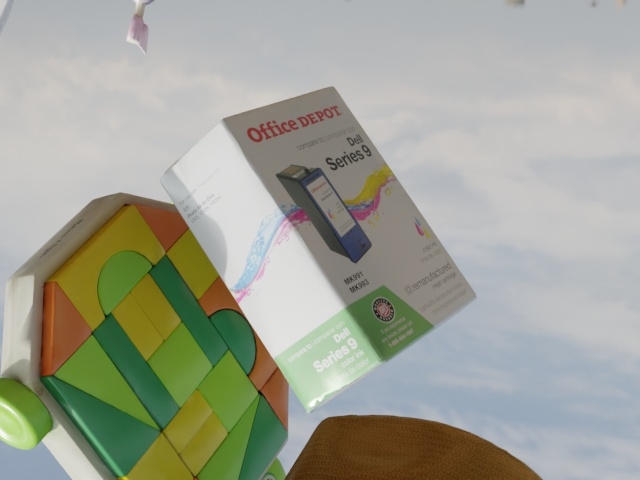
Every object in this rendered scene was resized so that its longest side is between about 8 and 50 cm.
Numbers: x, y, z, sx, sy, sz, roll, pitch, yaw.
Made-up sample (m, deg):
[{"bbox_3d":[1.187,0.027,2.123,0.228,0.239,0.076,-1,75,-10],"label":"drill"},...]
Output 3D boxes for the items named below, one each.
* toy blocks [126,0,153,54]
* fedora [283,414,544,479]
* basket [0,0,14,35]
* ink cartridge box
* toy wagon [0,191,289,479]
[{"bbox_3d":[-0.110,-0.291,0.737,0.309,0.260,0.288,8,168,10],"label":"toy blocks"},{"bbox_3d":[0.043,0.129,0.488,0.194,0.194,0.079,8,-122,24],"label":"fedora"},{"bbox_3d":[-0.480,-0.257,1.025,0.328,0.331,0.266,16,-161,-42],"label":"basket"},{"bbox_3d":[0.000,0.000,0.879,0.093,0.212,0.154,-40,171,36],"label":"ink cartridge box"},{"bbox_3d":[-0.110,0.130,0.933,0.068,0.344,0.267,-12,-152,42],"label":"toy wagon"}]
